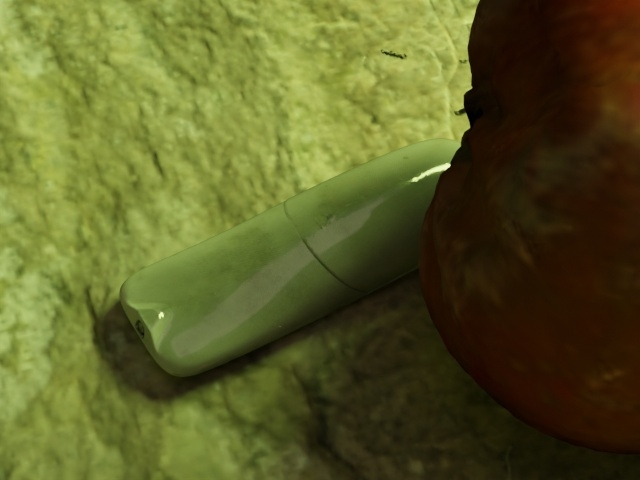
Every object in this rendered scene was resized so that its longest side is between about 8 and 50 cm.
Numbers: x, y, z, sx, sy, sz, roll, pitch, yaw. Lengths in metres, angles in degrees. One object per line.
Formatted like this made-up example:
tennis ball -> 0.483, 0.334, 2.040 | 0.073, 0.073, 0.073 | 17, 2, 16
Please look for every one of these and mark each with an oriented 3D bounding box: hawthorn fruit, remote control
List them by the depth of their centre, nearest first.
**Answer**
hawthorn fruit -> 0.182, -0.038, 0.762 | 0.284, 0.284, 0.284 | 2, 58, -3
remote control -> 0.000, 0.000, 0.855 | 0.229, 0.044, 0.073 | -25, 65, -19
